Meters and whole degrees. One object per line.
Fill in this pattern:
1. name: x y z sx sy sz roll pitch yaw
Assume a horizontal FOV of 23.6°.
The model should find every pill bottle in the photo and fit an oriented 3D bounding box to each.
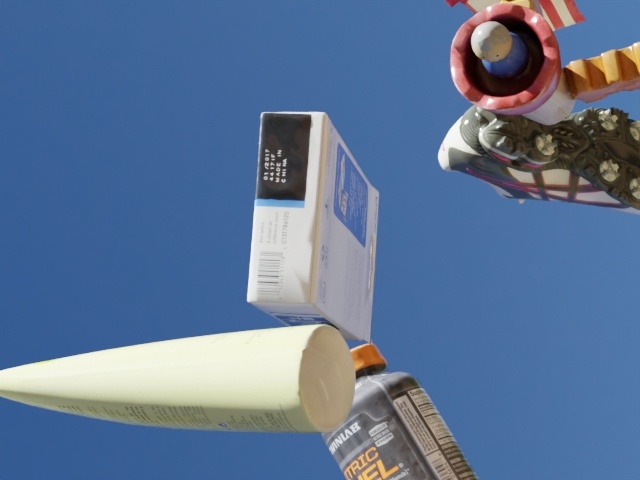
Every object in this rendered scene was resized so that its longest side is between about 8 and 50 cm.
1. pill bottle: 0.086 0.238 1.718 0.130 0.130 0.246 -3 -123 -55

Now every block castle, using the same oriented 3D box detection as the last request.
1. block castle: 0.305 -0.282 1.165 0.213 0.453 0.303 15 -117 -67

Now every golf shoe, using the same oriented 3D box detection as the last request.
1. golf shoe: 0.257 -0.086 1.626 0.273 0.120 0.105 19 -119 -24

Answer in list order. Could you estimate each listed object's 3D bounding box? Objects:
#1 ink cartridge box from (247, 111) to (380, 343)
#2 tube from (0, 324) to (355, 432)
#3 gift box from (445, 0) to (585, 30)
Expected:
1. ink cartridge box: 0.000 0.000 1.408 0.333 0.065 0.165 45 -133 -75
2. tube: -0.096 0.085 0.913 0.070 0.240 0.062 64 -143 -28
3. gift box: 0.199 -0.378 1.637 0.276 0.255 0.258 32 -164 -26
